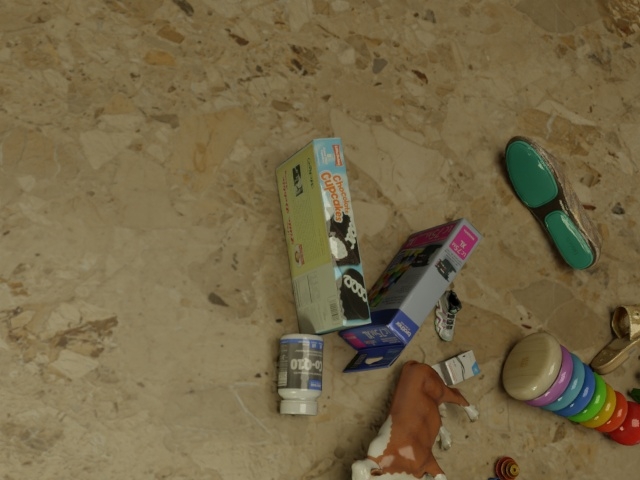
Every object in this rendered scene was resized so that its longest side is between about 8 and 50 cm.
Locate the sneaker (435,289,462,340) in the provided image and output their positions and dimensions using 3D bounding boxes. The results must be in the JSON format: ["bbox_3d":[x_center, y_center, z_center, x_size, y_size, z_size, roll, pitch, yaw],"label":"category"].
[{"bbox_3d":[0.248,0.141,1.772,0.038,0.069,0.098,-4,80,-24],"label":"sneaker"}]

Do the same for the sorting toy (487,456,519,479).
[{"bbox_3d":[0.354,0.462,1.764,0.061,0.042,0.102,10,75,-21],"label":"sorting toy"}]

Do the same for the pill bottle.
[{"bbox_3d":[-0.035,0.235,1.622,0.078,0.078,0.137,7,76,-22],"label":"pill bottle"}]

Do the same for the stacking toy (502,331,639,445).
[{"bbox_3d":[0.521,0.313,1.835,0.330,0.141,0.141,32,68,-22],"label":"stacking toy"}]

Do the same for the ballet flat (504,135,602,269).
[{"bbox_3d":[0.486,-0.087,1.923,0.106,0.107,0.316,-36,100,-46],"label":"ballet flat"}]

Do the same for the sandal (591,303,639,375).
[{"bbox_3d":[0.637,0.173,1.926,0.240,0.088,0.079,-40,102,-21],"label":"sandal"}]

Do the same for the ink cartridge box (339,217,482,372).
[{"bbox_3d":[0.148,0.100,1.672,0.065,0.186,0.311,42,66,-13],"label":"ink cartridge box"}]

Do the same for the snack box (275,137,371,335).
[{"bbox_3d":[0.000,0.000,1.629,0.060,0.187,0.322,-5,81,-25],"label":"snack box"}]

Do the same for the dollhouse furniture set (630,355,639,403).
[{"bbox_3d":[0.710,0.276,1.949,0.058,0.076,0.151,40,67,-25],"label":"dollhouse furniture set"}]

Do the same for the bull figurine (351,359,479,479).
[{"bbox_3d":[0.168,0.356,1.642,0.188,0.101,0.310,41,48,-16],"label":"bull figurine"}]

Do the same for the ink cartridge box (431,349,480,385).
[{"bbox_3d":[0.259,0.247,1.776,0.083,0.028,0.048,-20,87,-26],"label":"ink cartridge box"}]
